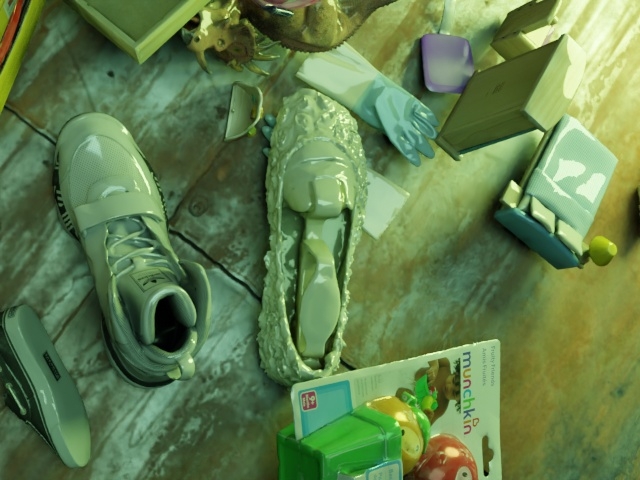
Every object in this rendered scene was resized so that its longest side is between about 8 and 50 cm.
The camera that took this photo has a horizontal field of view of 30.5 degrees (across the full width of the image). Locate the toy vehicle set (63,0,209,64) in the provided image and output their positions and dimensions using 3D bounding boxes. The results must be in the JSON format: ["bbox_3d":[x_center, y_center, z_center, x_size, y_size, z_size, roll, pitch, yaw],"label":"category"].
[{"bbox_3d":[-0.262,-0.359,1.473,0.267,0.035,0.166,40,75,17],"label":"toy vehicle set"}]

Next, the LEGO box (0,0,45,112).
[{"bbox_3d":[-0.524,-0.288,1.320,0.373,0.193,0.500,19,80,-3],"label":"LEGO box"}]

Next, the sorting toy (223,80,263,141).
[{"bbox_3d":[-0.095,-0.173,1.566,0.045,0.075,0.083,11,84,-18],"label":"sorting toy"}]

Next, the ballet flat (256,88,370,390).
[{"bbox_3d":[0.000,0.000,1.546,0.147,0.147,0.408,3,90,-19],"label":"ballet flat"}]

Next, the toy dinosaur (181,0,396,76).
[{"bbox_3d":[-0.042,-0.299,1.559,0.296,0.127,0.200,8,85,-15],"label":"toy dinosaur"}]

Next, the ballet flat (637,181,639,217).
[{"bbox_3d":[0.523,-0.089,1.794,0.070,0.070,0.188,39,74,-14],"label":"ballet flat"}]

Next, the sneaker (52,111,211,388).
[{"bbox_3d":[-0.225,0.008,1.439,0.137,0.210,0.365,-16,92,-20],"label":"sneaker"}]

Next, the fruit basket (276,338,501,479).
[{"bbox_3d":[0.119,0.319,1.560,0.353,0.165,0.326,-6,101,-29],"label":"fruit basket"}]

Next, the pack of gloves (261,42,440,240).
[{"bbox_3d":[0.041,-0.146,1.641,0.232,0.046,0.195,37,85,-9],"label":"pack of gloves"}]

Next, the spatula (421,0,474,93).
[{"bbox_3d":[0.186,-0.357,1.699,0.084,0.030,0.296,3,86,-20],"label":"spatula"}]

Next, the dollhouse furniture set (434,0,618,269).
[{"bbox_3d":[0.370,-0.152,1.648,0.303,0.198,0.286,40,66,-20],"label":"dollhouse furniture set"}]

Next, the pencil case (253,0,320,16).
[{"bbox_3d":[-0.101,-0.431,1.428,0.160,0.167,0.386,-15,48,-27],"label":"pencil case"}]

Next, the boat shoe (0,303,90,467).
[{"bbox_3d":[-0.355,0.187,1.463,0.070,0.078,0.219,-19,98,15],"label":"boat shoe"}]
